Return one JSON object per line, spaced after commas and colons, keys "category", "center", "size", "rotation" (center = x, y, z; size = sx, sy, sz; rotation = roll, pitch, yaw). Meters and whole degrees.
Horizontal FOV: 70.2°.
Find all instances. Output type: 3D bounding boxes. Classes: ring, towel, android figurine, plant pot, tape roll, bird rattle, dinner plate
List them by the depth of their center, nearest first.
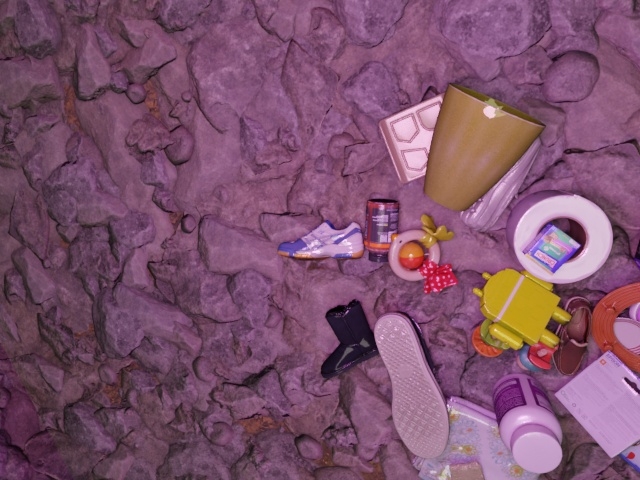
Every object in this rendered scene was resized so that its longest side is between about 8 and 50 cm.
{"category": "plant pot", "center": [0.413, -0.240, 1.263], "size": [0.274, 0.275, 0.294], "rotation": [27, 118, 8]}
{"category": "ring", "center": [0.954, 0.261, 1.282], "size": [0.336, 0.032, 0.337], "rotation": [16, 127, 22]}
{"category": "tape roll", "center": [0.668, -0.017, 1.299], "size": [0.246, 0.169, 0.246], "rotation": [3, 101, 14]}
{"category": "android figurine", "center": [0.592, 0.195, 1.357], "size": [0.272, 0.056, 0.248], "rotation": [31, 70, 15]}
{"category": "dinner plate", "center": [0.905, 0.284, 1.361], "size": [0.141, 0.017, 0.141], "rotation": [18, 129, 24]}
{"category": "bird rattle", "center": [0.312, 0.049, 1.424], "size": [0.206, 0.143, 0.254], "rotation": [-4, 111, -3]}
{"category": "towel", "center": [0.490, 0.798, 1.500], "size": [0.110, 0.027, 0.148], "rotation": [-17, 97, 18]}
{"category": "towel", "center": [0.537, 0.730, 1.533], "size": [0.374, 0.090, 0.321], "rotation": [22, 107, 9]}

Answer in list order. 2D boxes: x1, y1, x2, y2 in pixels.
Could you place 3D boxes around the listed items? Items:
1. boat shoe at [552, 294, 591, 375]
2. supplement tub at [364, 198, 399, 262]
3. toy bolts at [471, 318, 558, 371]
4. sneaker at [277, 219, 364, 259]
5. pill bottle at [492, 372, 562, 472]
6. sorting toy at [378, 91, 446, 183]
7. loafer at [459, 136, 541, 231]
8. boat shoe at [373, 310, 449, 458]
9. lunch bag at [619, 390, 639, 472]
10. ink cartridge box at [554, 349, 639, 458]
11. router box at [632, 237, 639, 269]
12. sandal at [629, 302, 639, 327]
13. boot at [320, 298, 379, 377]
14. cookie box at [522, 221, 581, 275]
{"category": "boat shoe", "center": [0.762, 0.300, 1.379], "size": [0.095, 0.095, 0.258], "rotation": [3, 102, 14]}
{"category": "supplement tub", "center": [0.193, -0.030, 1.454], "size": [0.106, 0.106, 0.198], "rotation": [6, 103, 13]}
{"category": "toy bolts", "center": [0.611, 0.305, 1.428], "size": [0.228, 0.158, 0.218], "rotation": [34, 68, 16]}
{"category": "sneaker", "center": [0.000, 0.000, 1.526], "size": [0.296, 0.112, 0.131], "rotation": [-2, 84, 13]}
{"category": "pill bottle", "center": [0.615, 0.539, 1.359], "size": [0.169, 0.301, 0.169], "rotation": [3, 102, 14]}
{"category": "sorting toy", "center": [0.337, -0.267, 1.405], "size": [0.229, 0.041, 0.307], "rotation": [-21, 96, 13]}
{"category": "loafer", "center": [0.539, -0.169, 1.345], "size": [0.111, 0.112, 0.320], "rotation": [24, 109, -29]}
{"category": "boat shoe", "center": [0.307, 0.462, 1.495], "size": [0.186, 0.156, 0.501], "rotation": [-17, 92, 23]}
{"category": "lunch bag", "center": [1.037, 0.565, 1.357], "size": [0.243, 0.115, 0.303], "rotation": [42, 109, 1]}
{"category": "ink cartridge box", "center": [0.864, 0.481, 1.352], "size": [0.224, 0.045, 0.223], "rotation": [-53, 49, 23]}
{"category": "router box", "center": [1.040, -0.016, 1.205], "size": [0.308, 0.081, 0.243], "rotation": [9, 108, 16]}
{"category": "sandal", "center": [1.102, 0.269, 1.279], "size": [0.416, 0.102, 0.170], "rotation": [14, 105, 14]}
{"category": "boot", "center": [0.068, 0.334, 1.567], "size": [0.246, 0.094, 0.207], "rotation": [-29, 97, 12]}
{"category": "cookie box", "center": [0.612, 0.023, 1.211], "size": [0.091, 0.040, 0.107], "rotation": [37, 109, 4]}
